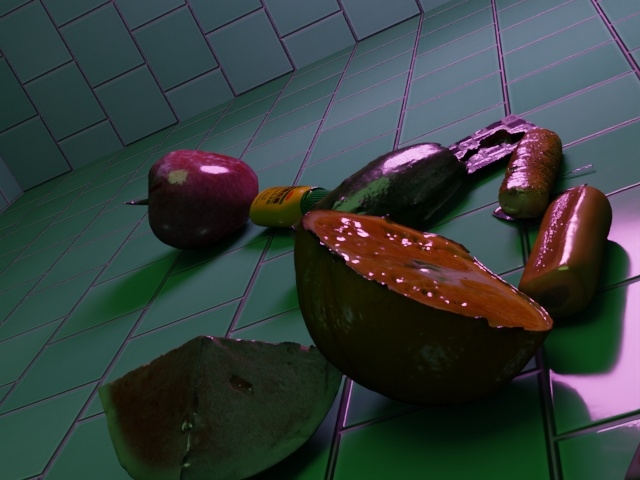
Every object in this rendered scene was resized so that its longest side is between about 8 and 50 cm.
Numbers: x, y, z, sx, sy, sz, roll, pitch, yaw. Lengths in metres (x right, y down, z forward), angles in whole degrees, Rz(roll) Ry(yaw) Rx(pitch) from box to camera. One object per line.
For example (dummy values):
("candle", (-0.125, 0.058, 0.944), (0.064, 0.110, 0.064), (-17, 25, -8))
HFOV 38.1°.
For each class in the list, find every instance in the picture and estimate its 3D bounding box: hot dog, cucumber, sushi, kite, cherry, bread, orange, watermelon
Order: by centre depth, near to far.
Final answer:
("orange", (0.099, 0.055, 1.046), (0.274, 0.274, 0.310), (-24, 56, 10))
("watermelon", (-0.134, 0.202, 1.113), (0.260, 0.176, 0.256), (-29, 1, 42))
("bread", (0.309, 0.013, 1.140), (0.092, 0.074, 0.239), (-33, 11, 35))
("kite", (0.328, -0.060, 1.396), (0.160, 0.010, 0.183), (-18, 18, 35))
("hot dog", (0.324, -0.111, 1.424), (0.083, 0.068, 0.289), (-14, 18, 24))
("cucumber", (0.106, -0.070, 1.534), (0.325, 0.105, 0.145), (-34, 25, -11))
("sushi", (0.291, -0.153, 1.644), (0.201, 0.031, 0.139), (-27, 27, -5))
("cherry", (-0.271, -0.085, 1.945), (0.285, 0.213, 0.236), (-8, 35, -17))

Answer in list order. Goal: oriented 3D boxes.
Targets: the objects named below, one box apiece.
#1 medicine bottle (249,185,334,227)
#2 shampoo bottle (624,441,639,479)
("medicine bottle", (-0.022, -0.064, 1.769), (0.111, 0.076, 0.309), (-39, 23, -29))
("shampoo bottle", (0.322, 0.162, 0.798), (0.080, 0.040, 0.165), (-10, 26, 43))
